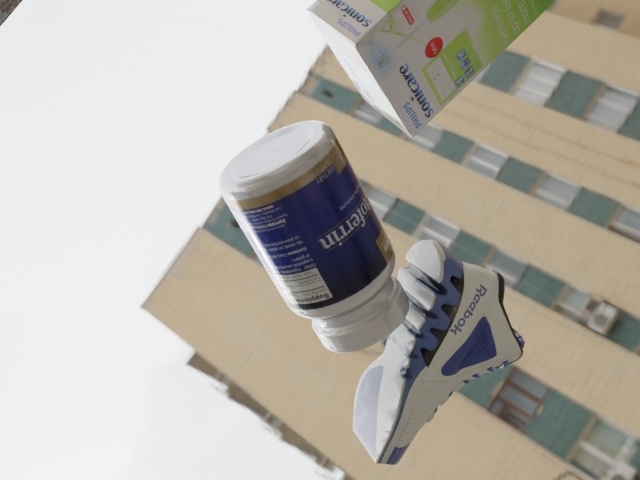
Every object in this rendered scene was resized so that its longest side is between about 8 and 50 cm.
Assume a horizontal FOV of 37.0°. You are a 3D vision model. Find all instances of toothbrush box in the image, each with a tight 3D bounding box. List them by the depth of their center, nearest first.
[{"bbox_3d":[0.155,-0.316,1.287,0.283,0.122,0.206,-42,-40,-2],"label":"toothbrush box"}]

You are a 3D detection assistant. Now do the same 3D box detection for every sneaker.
[{"bbox_3d":[0.174,0.163,1.288,0.182,0.127,0.315,11,-72,-22],"label":"sneaker"}]

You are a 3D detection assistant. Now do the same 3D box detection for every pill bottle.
[{"bbox_3d":[0.000,0.000,1.171,0.153,0.153,0.264,-40,-64,-23],"label":"pill bottle"}]

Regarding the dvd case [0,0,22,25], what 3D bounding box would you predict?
[{"bbox_3d":[-0.329,-0.241,0.896,0.022,0.253,0.180,37,-99,-5],"label":"dvd case"}]
